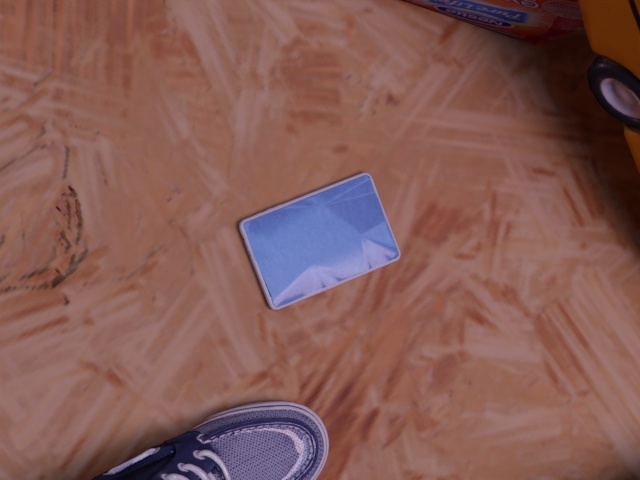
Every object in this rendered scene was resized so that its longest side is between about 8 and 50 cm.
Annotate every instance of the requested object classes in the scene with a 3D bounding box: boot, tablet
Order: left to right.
[{"bbox_3d":[-0.072,0.139,0.983,0.190,0.086,0.069,-25,94,-17],"label":"boot"},{"bbox_3d":[0.000,0.000,1.055,0.083,0.006,0.054,-22,93,-18],"label":"tablet"}]

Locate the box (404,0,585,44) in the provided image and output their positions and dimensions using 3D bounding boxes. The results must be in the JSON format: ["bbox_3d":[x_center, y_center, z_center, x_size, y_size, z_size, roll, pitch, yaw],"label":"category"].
[{"bbox_3d":[0.117,-0.252,1.043,0.128,0.122,0.257,16,83,-17],"label":"box"}]

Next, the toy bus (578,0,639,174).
[{"bbox_3d":[0.242,-0.052,1.003,0.108,0.130,0.332,-43,130,-18],"label":"toy bus"}]
